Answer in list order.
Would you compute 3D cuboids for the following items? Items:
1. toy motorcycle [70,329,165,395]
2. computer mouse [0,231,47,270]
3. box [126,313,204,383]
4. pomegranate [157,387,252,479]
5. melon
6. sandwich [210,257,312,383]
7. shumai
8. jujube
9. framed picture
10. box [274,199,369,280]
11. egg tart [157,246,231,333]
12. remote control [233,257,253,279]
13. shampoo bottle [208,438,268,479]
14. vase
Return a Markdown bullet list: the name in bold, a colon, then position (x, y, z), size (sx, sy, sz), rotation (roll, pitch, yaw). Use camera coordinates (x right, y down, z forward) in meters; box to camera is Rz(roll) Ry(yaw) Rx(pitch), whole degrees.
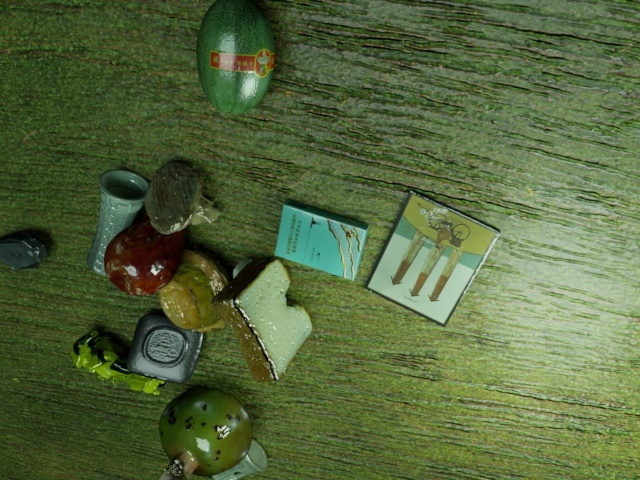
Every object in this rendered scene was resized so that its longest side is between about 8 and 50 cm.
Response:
- **toy motorcycle**: position (-0.650, 0.383, 2.191), size (0.342, 0.142, 0.206), rotation (13, 158, 11)
- **computer mouse**: position (-0.927, 0.026, 2.141), size (0.231, 0.071, 0.126), rotation (-10, 127, 34)
- **box**: position (-0.471, 0.329, 2.097), size (0.212, 0.042, 0.201), rotation (15, 89, 1)
- **pomegranate**: position (-0.378, 0.595, 2.106), size (0.291, 0.323, 0.291), rotation (11, 109, 36)
- **melon**: position (-0.194, -0.435, 1.590), size (0.182, 0.182, 0.288), rotation (9, 118, 14)
- **sandwich**: position (-0.144, 0.199, 1.860), size (0.095, 0.249, 0.273), rotation (-12, 113, 37)
- **shumai**: position (-0.365, -0.100, 1.849), size (0.161, 0.209, 0.153), rotation (-20, 152, 22)
- **jujube**: position (-0.464, 0.028, 1.867), size (0.190, 0.255, 0.190), rotation (17, 145, 12)
- **framed picture**: position (0.279, 0.053, 1.780), size (0.244, 0.013, 0.324), rotation (26, 121, 5)
- **box**: position (0.001, 0.000, 1.828), size (0.229, 0.041, 0.162), rotation (17, 121, 10)
- **egg tart**: position (-0.372, 0.158, 1.974), size (0.288, 0.118, 0.288), rotation (17, 124, 27)
- **remote control**: position (-0.214, 0.143, 1.948), size (0.029, 0.087, 0.190), rotation (11, 120, 19)
- **shampoo bottle**: position (-0.293, 0.739, 2.282), size (0.234, 0.087, 0.118), rotation (-31, 103, 29)
- **vase**: position (-0.581, -0.041, 1.951), size (0.143, 0.143, 0.299), rotation (28, 124, 3)
